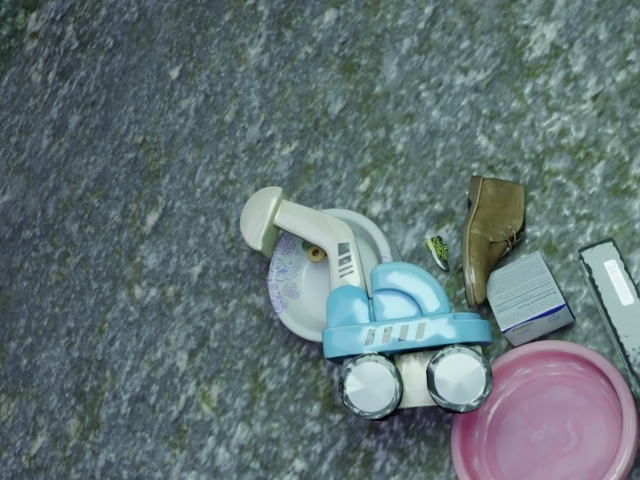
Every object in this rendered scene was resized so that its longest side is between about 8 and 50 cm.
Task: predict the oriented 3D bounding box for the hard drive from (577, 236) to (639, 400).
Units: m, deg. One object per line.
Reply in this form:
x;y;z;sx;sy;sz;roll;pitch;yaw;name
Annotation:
0.497;0.145;1.026;0.064;0.339;0.237;-25;67;21;hard drive

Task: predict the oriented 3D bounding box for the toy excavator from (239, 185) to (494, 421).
0.079;0.102;1.176;0.433;0.222;0.445;-7;73;9;toy excavator

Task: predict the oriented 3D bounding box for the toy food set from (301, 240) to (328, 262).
0.000;0.000;1.325;0.083;0.020;0.082;-34;64;14;toy food set

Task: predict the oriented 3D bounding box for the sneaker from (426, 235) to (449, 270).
0.254;0.025;1.354;0.035;0.031;0.083;-31;65;15;sneaker

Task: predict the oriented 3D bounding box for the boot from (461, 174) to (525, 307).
0.335;-0.005;1.244;0.115;0.112;0.305;5;55;18;boot

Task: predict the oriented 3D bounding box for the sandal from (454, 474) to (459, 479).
0.281;0.465;1.208;0.049;0.072;0.180;-13;74;46;sandal

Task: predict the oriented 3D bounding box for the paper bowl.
0.043;0.084;1.377;0.284;0.148;0.284;-8;72;25;paper bowl

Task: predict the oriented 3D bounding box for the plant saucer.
0.387;0.335;1.110;0.332;0.084;0.332;-32;33;24;plant saucer

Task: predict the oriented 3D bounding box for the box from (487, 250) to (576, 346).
0.390;0.110;1.216;0.126;0.072;0.137;-28;42;18;box
